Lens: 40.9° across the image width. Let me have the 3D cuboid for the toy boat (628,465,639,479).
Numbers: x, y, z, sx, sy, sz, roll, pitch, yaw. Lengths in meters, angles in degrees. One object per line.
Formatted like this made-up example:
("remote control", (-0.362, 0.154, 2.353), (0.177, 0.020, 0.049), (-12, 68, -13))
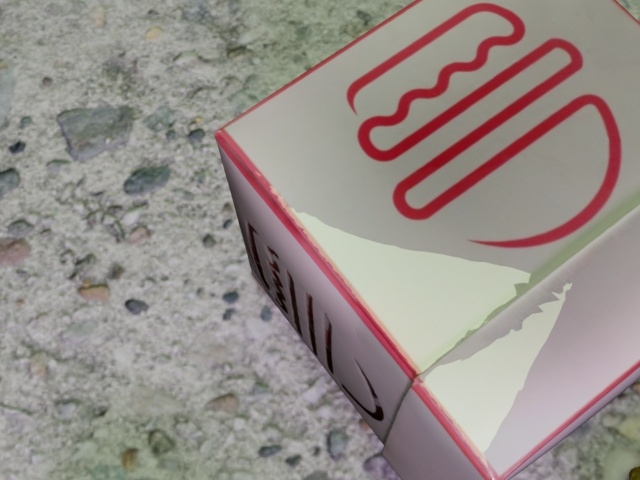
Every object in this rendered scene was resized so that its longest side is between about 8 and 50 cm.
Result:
("toy boat", (0.333, 0.162, 0.715), (0.099, 0.141, 0.318), (43, 77, 1))

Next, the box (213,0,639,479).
("box", (0.133, 0.005, 0.692), (0.312, 0.314, 0.300), (-35, 72, -12))
